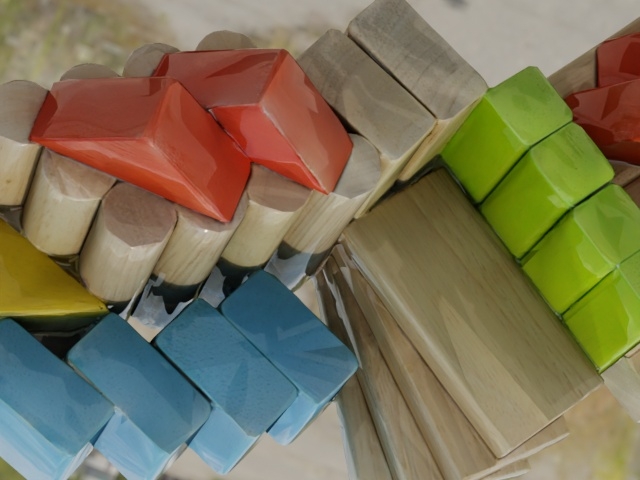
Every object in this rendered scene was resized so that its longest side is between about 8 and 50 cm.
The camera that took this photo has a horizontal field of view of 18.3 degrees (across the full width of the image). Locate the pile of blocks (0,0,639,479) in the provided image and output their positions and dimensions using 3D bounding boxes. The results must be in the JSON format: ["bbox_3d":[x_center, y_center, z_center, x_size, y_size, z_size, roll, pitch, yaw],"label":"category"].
[{"bbox_3d":[0.000,0.000,0.566,0.362,0.149,0.112,-7,161,-18],"label":"pile of blocks"}]
